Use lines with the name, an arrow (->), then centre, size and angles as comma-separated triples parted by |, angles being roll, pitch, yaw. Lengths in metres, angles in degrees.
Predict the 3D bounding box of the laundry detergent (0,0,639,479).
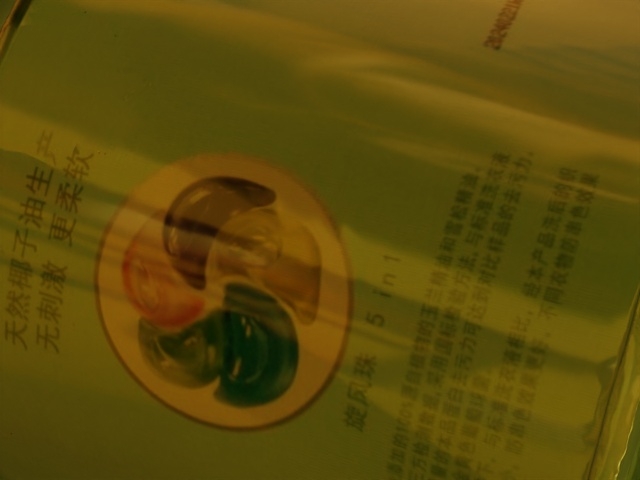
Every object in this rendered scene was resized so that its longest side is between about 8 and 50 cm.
laundry detergent -> 0.000, 0.000, 0.525 | 0.305, 0.287, 0.287 | 16, -171, 20
